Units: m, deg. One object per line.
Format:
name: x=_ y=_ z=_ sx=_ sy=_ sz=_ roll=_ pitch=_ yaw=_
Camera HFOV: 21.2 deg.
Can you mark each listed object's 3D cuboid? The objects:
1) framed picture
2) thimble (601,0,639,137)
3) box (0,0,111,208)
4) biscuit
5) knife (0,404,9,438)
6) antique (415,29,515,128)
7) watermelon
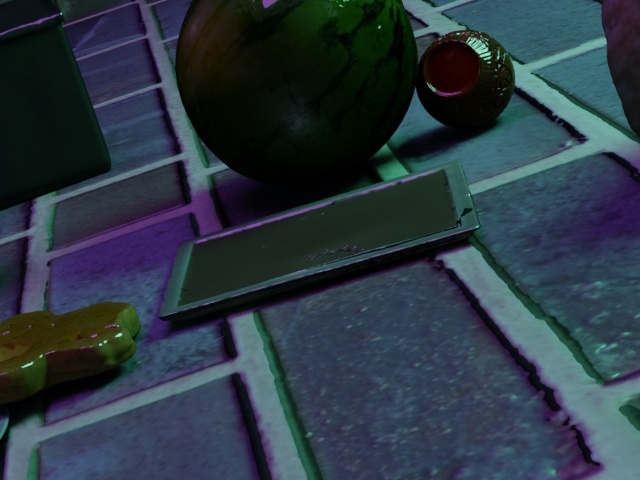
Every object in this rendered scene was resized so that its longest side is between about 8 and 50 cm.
framed picture: x=0.000 y=0.000 z=1.470 sx=0.273 sy=0.016 sz=0.216 roll=-16 pitch=16 yaw=6
thimble: x=0.327 y=-0.171 z=1.379 sx=0.148 sy=0.196 sz=0.229 roll=-5 pitch=-9 yaw=29
box: x=-0.451 y=-0.145 z=2.083 sx=0.345 sy=0.204 sz=0.251 roll=-20 pitch=17 yaw=-8
biscuit: x=-0.266 y=0.101 z=1.369 sx=0.248 sy=0.035 sz=0.184 roll=-12 pitch=13 yaw=-2
knife: x=-0.277 y=0.165 z=1.205 sx=0.080 sy=0.044 sz=0.331 roll=-16 pitch=13 yaw=18
antique: x=0.143 y=-0.159 z=1.688 sx=0.104 sy=0.104 sz=0.104 roll=-17 pitch=17 yaw=5
watermelon: x=-0.022 y=-0.174 z=1.661 sx=0.242 sy=0.242 sz=0.242 roll=-17 pitch=17 yaw=5
